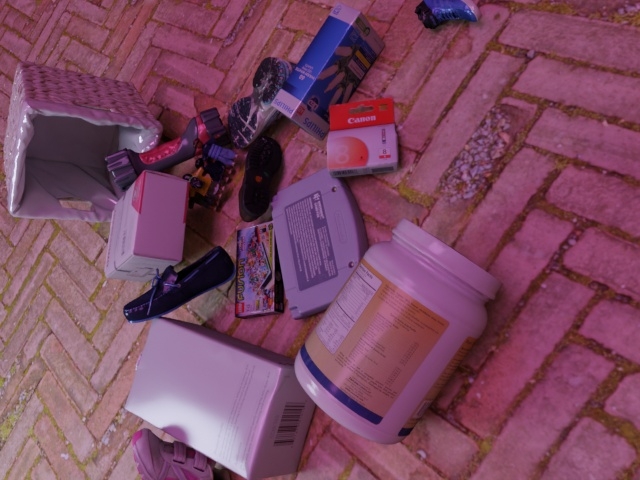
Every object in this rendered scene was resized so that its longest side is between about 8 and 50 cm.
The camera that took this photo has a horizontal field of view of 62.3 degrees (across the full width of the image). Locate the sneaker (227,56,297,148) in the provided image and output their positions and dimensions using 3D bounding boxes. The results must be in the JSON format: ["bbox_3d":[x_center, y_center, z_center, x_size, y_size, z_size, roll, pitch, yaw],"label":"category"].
[{"bbox_3d":[-0.122,-0.312,1.269,0.283,0.122,0.110,-38,68,44],"label":"sneaker"}]

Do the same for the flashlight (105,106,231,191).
[{"bbox_3d":[-0.384,-0.235,1.335,0.304,0.103,0.103,-22,64,-7],"label":"flashlight"}]

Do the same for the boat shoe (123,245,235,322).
[{"bbox_3d":[-0.322,0.089,1.179,0.258,0.089,0.109,-30,27,-21],"label":"boat shoe"}]

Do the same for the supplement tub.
[{"bbox_3d":[0.128,0.144,0.878,0.228,0.228,0.316,38,97,35],"label":"supplement tub"}]

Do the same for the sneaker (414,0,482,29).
[{"bbox_3d":[0.255,-0.463,1.087,0.084,0.058,0.152,-44,52,7],"label":"sneaker"}]

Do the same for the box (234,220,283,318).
[{"bbox_3d":[-0.138,0.067,1.196,0.114,0.036,0.207,-13,68,30],"label":"box"}]

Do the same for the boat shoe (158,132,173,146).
[{"bbox_3d":[-0.484,-0.282,1.520,0.190,0.068,0.072,38,109,35],"label":"boat shoe"}]

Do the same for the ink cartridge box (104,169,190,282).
[{"bbox_3d":[-0.434,-0.024,1.311,0.283,0.117,0.207,-23,61,54],"label":"ink cartridge box"}]

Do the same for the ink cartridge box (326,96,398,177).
[{"bbox_3d":[0.087,-0.224,1.107,0.145,0.045,0.179,-5,72,11],"label":"ink cartridge box"}]

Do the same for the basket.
[{"bbox_3d":[-0.646,-0.251,1.415,0.266,0.328,0.331,54,129,39],"label":"basket"}]

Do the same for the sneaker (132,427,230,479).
[{"bbox_3d":[-0.274,0.451,1.071,0.111,0.252,0.103,-37,28,-1],"label":"sneaker"}]

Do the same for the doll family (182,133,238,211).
[{"bbox_3d":[-0.282,-0.168,1.308,0.076,0.111,0.193,172,119,-77],"label":"doll family"}]

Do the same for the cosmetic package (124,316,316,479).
[{"bbox_3d":[-0.208,0.310,1.097,0.385,0.156,0.217,13,83,37],"label":"cosmetic package"}]

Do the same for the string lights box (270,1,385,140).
[{"bbox_3d":[0.018,-0.367,1.168,0.076,0.133,0.260,38,98,32],"label":"string lights box"}]

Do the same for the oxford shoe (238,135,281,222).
[{"bbox_3d":[-0.153,-0.146,1.245,0.096,0.082,0.227,-40,32,57],"label":"oxford shoe"}]

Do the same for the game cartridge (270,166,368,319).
[{"bbox_3d":[0.000,0.000,1.118,0.196,0.060,0.294,-25,63,29],"label":"game cartridge"}]
